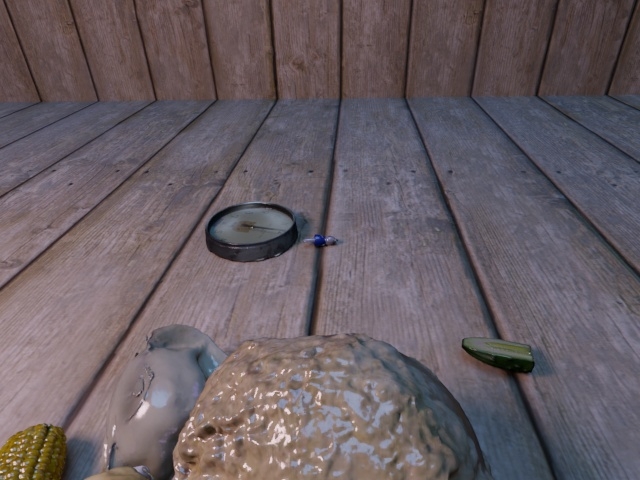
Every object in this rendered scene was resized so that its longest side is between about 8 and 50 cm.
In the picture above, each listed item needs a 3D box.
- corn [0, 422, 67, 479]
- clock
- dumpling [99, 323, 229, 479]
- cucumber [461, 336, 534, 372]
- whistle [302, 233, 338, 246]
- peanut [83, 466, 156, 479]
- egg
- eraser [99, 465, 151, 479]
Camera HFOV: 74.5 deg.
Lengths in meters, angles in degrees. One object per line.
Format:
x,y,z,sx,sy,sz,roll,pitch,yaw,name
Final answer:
-0.347,0.309,0.470,0.080,0.080,0.238,-8,31,-10,corn
-0.169,-0.028,1.030,0.226,0.048,0.226,-2,32,2,clock
-0.188,0.222,0.563,0.173,0.142,0.247,18,46,-20,dumpling
0.282,0.184,0.677,0.108,0.035,0.067,8,15,17,cucumber
0.000,0.000,0.996,0.083,0.029,0.033,0,-5,-7,whistle
-0.157,0.344,0.322,0.149,0.149,0.313,-18,53,-24,peanut
0.017,0.223,0.425,0.311,0.279,0.279,8,33,8,egg
-0.213,0.304,0.451,0.065,0.105,0.026,-6,-7,-10,eraser
